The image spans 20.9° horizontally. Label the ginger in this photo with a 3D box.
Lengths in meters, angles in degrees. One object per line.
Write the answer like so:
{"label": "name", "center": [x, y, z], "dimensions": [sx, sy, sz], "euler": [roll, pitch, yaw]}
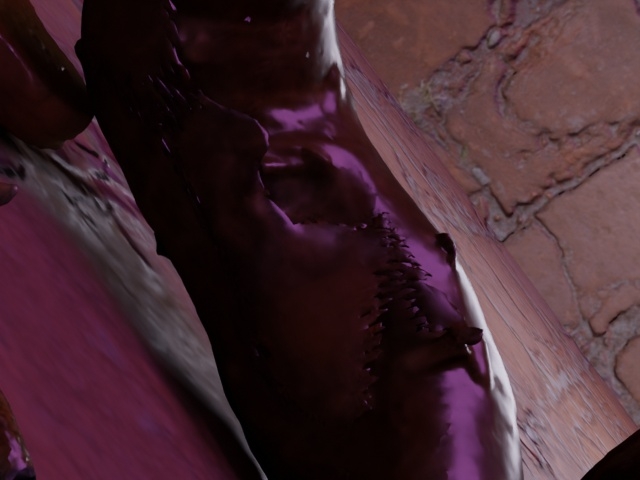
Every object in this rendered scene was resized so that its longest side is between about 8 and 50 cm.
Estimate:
{"label": "ginger", "center": [-0.005, -0.001, 0.613], "dimensions": [0.309, 0.107, 0.133], "euler": [69, -19, 5]}

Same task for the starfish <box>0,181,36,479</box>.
{"label": "starfish", "center": [-0.125, -0.032, 0.415], "dimensions": [0.223, 0.050, 0.217], "euler": [52, 14, 27]}

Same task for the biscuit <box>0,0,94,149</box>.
{"label": "biscuit", "center": [-0.163, -0.140, 0.647], "dimensions": [0.165, 0.036, 0.250], "euler": [43, 16, -55]}

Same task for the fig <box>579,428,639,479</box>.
{"label": "fig", "center": [0.234, 0.180, 0.835], "dimensions": [0.224, 0.263, 0.224], "euler": [3, 90, -67]}
